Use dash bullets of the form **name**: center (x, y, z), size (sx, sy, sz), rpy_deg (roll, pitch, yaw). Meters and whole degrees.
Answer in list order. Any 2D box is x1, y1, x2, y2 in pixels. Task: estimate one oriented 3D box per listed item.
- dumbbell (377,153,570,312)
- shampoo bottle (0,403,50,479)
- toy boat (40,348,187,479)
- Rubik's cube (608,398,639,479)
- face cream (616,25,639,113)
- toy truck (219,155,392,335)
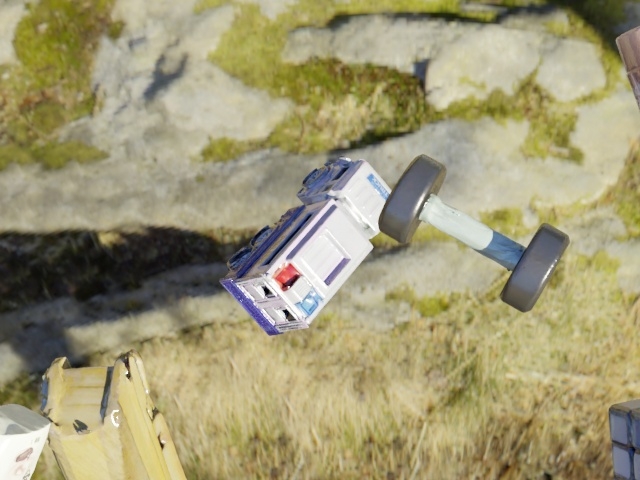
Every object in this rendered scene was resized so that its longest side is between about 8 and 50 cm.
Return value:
- **dumbbell**: center (0.166, -0.008, 1.214), size (0.191, 0.100, 0.100), rpy_deg (31, 65, 10)
- **shampoo bottle**: center (-0.267, 0.208, 0.884), size (0.045, 0.077, 0.152), rpy_deg (26, 96, 11)
- **toy boat**: center (-0.227, 0.332, 1.402), size (0.136, 0.445, 0.162), rpy_deg (-7, 23, 18)
- **Rubik's cube**: center (0.633, 0.380, 1.662), size (0.293, 0.287, 0.292), rpy_deg (-9, 97, -21)
- **face cream**: center (0.424, -0.207, 1.274), size (0.149, 0.149, 0.104), rpy_deg (-19, 91, -7)
- **toy truck**: center (0.000, 0.000, 1.568), size (0.124, 0.155, 0.268), rpy_deg (49, 63, -16)
